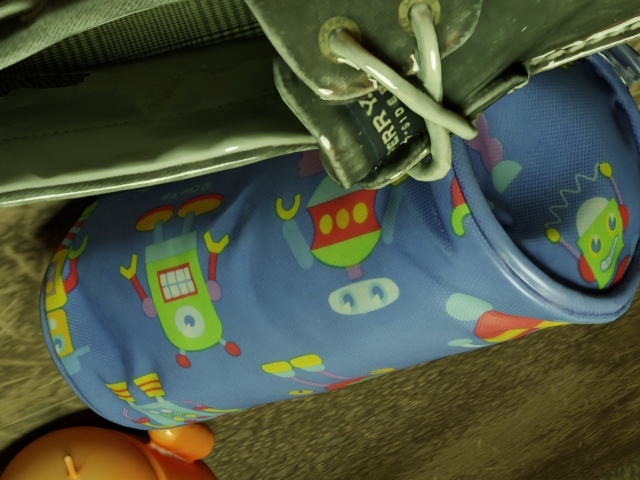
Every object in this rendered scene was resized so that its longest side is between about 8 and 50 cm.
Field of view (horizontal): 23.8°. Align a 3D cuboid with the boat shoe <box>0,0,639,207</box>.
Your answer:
[{"bbox_3d":[0.007,-0.066,0.450,0.335,0.119,0.121,-10,149,16],"label":"boat shoe"}]

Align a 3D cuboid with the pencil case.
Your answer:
[{"bbox_3d":[0.000,0.000,0.659,0.306,0.133,0.119,-21,-175,46],"label":"pencil case"}]

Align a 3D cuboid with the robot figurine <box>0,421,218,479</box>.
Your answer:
[{"bbox_3d":[-0.143,0.195,1.038,0.158,0.128,0.219,-18,162,15],"label":"robot figurine"}]
